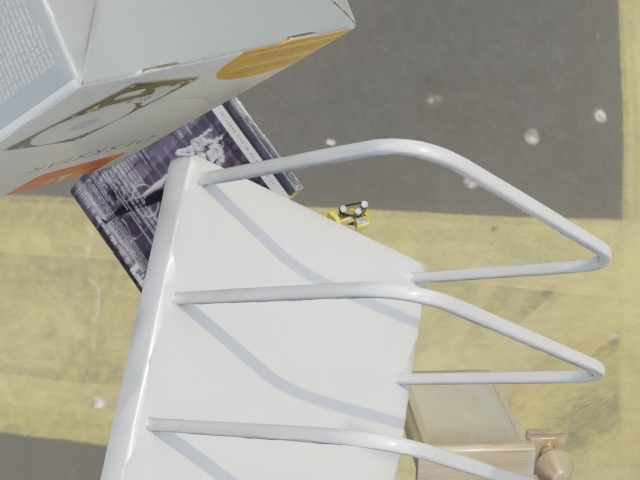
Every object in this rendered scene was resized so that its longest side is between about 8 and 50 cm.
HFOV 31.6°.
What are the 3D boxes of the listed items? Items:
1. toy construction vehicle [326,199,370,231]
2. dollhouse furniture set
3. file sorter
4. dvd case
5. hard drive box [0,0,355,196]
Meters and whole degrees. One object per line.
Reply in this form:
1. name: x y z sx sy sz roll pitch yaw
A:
1. toy construction vehicle: 0.000 0.000 1.148 0.098 0.086 0.035 -11 68 -15
2. dollhouse furniture set: 0.122 0.336 1.210 0.303 0.174 0.356 0 108 -4
3. file sorter: 0.024 0.110 0.556 0.173 0.193 0.278 -7 66 44
4. dvd case: -0.136 -0.050 1.095 0.221 0.018 0.164 -42 80 32
5. hard drive box: -0.129 -0.095 0.590 0.232 0.181 0.089 -21 91 46
